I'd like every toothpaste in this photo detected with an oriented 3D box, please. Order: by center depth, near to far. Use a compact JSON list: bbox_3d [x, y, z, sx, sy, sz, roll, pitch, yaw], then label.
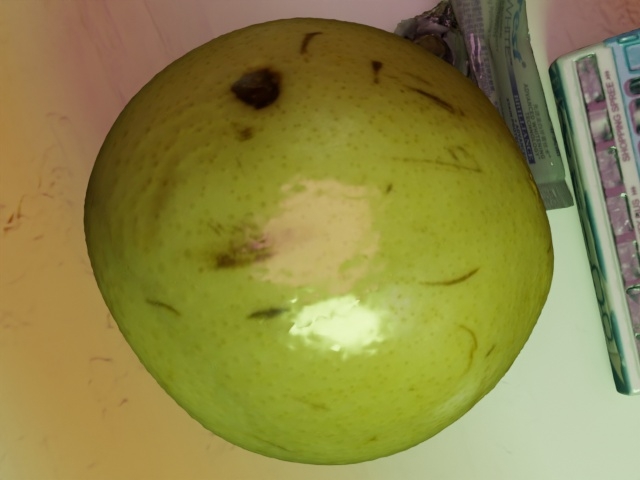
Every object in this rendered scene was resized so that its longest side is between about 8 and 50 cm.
[{"bbox_3d":[0.147,-0.159,1.552,0.099,0.068,0.282,-12,84,-28],"label":"toothpaste"}]

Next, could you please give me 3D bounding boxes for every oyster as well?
[{"bbox_3d":[0.076,-0.144,1.573,0.100,0.037,0.098,-15,89,-18],"label":"oyster"}]

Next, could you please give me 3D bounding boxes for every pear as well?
[{"bbox_3d":[0.000,0.000,1.422,0.348,0.348,0.348,0,86,-1],"label":"pear"}]

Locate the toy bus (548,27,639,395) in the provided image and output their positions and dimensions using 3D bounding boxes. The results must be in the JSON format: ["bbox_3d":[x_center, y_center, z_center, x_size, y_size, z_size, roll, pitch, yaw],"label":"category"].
[{"bbox_3d":[0.276,-0.025,1.544,0.131,0.106,0.297,-13,88,2],"label":"toy bus"}]
